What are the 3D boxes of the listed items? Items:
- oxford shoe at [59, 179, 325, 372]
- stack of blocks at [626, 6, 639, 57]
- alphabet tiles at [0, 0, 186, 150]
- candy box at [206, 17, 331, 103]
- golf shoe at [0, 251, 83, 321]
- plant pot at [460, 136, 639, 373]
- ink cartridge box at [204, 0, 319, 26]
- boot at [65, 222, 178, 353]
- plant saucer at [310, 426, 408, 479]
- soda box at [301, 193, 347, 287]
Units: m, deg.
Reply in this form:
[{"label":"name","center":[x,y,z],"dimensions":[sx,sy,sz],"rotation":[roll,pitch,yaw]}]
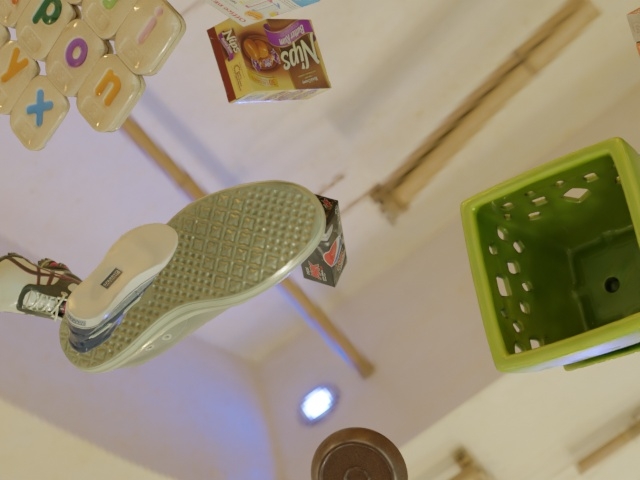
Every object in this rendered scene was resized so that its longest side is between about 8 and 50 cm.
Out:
[{"label":"oxford shoe","center":[-0.183,0.053,1.933],"dimensions":[0.169,0.449,0.130],"rotation":[62,-164,17]},{"label":"stack of blocks","center":[0.588,-0.313,1.784],"dimensions":[0.297,0.171,0.087],"rotation":[4,120,58]},{"label":"alphabet tiles","center":[-0.249,-0.240,1.290],"dimensions":[0.284,0.278,0.021],"rotation":[47,-158,26]},{"label":"candy box","center":[-0.069,-0.253,1.844],"dimensions":[0.186,0.053,0.109],"rotation":[-11,-98,-52]},{"label":"golf shoe","center":[-0.507,0.089,2.343],"dimensions":[0.120,0.105,0.273],"rotation":[30,-166,24]},{"label":"plant pot","center":[0.329,0.035,1.586],"dimensions":[0.207,0.228,0.227],"rotation":[17,-123,-53]},{"label":"ink cartridge box","center":[-0.072,-0.307,1.464],"dimensions":[0.092,0.143,0.090],"rotation":[29,-118,-39]},{"label":"boot","center":[-0.255,0.058,1.671],"dimensions":[0.069,0.190,0.086],"rotation":[36,145,15]},{"label":"plant saucer","center":[0.062,0.398,2.202],"dimensions":[0.168,0.168,0.029],"rotation":[54,-164,1]},{"label":"soda box","center":[0.000,0.000,1.997],"dimensions":[0.060,0.053,0.169],"rotation":[16,150,18]}]
